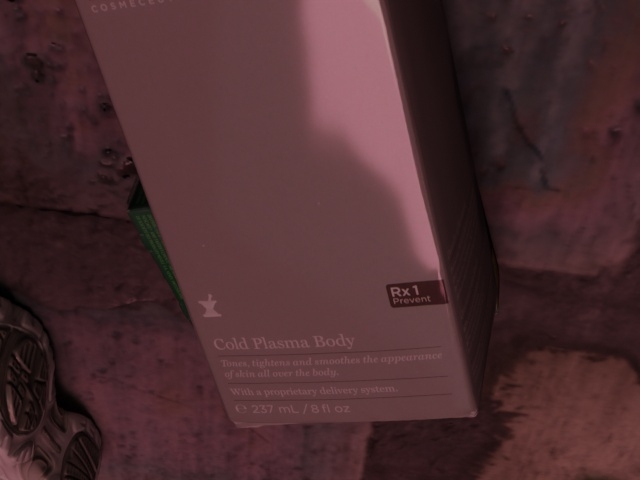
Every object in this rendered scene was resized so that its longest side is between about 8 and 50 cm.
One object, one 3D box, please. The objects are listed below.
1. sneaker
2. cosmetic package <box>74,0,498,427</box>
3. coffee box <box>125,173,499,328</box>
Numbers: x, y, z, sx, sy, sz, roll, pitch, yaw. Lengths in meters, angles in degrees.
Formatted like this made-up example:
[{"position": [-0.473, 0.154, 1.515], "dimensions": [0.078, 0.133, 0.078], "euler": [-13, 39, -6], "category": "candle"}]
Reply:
[{"position": [-0.237, 0.120, 0.737], "dimensions": [0.115, 0.090, 0.232], "euler": [3, 137, 13], "category": "sneaker"}, {"position": [-0.004, -0.040, 0.468], "dimensions": [0.127, 0.107, 0.237], "euler": [-6, 124, 20], "category": "cosmetic package"}, {"position": [0.000, 0.000, 0.593], "dimensions": [0.184, 0.040, 0.113], "euler": [-7, 134, 18], "category": "coffee box"}]
